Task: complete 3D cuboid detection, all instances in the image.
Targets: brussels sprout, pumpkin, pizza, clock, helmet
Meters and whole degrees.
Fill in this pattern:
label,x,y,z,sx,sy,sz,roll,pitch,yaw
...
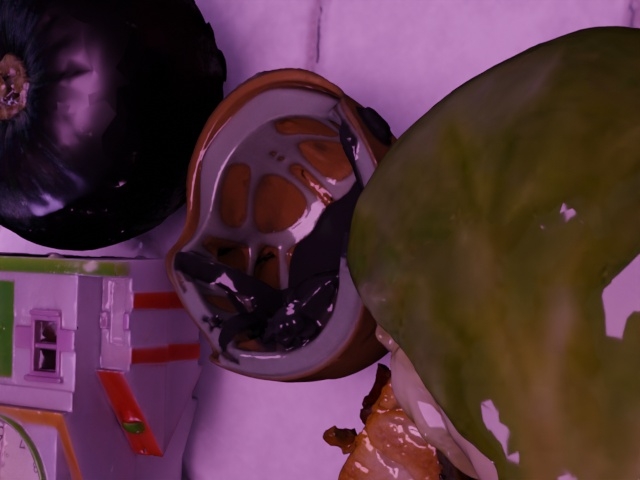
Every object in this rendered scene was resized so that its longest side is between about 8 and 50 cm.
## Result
label,x,y,z,sx,sy,sz,roll,pitch,yaw
brussels sprout,0.183,0.066,0.809,0.314,0.276,0.371,-26,75,20
pumpkin,-0.179,-0.107,1.134,0.233,0.163,0.233,-5,82,37
pizza,0.060,0.159,1.010,0.154,0.069,0.194,18,115,31
clock,-0.213,0.163,1.146,0.235,0.166,0.310,1,91,34
helmet,0.000,0.000,1.030,0.198,0.130,0.224,-38,48,26
